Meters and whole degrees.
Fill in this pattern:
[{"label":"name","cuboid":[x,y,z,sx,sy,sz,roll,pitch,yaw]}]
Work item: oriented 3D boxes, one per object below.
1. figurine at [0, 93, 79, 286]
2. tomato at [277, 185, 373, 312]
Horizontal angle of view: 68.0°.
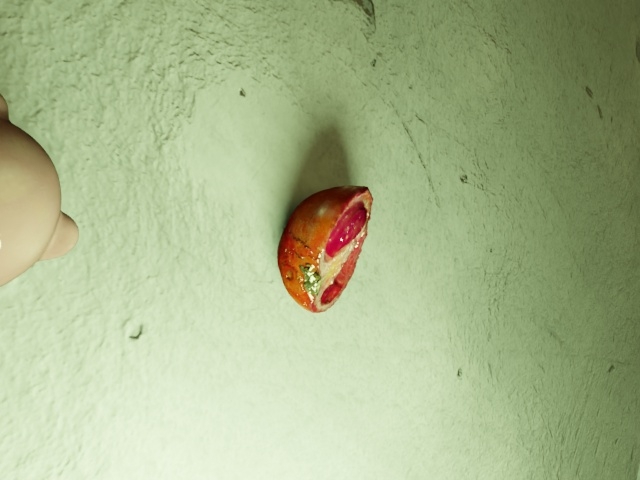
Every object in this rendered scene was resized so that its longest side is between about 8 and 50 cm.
[{"label":"figurine","cuboid":[-0.314,-0.036,0.408,0.173,0.173,0.174,3,84,-37]},{"label":"tomato","cuboid":[0.000,0.000,0.691,0.173,0.099,0.190,-46,154,-46]}]
